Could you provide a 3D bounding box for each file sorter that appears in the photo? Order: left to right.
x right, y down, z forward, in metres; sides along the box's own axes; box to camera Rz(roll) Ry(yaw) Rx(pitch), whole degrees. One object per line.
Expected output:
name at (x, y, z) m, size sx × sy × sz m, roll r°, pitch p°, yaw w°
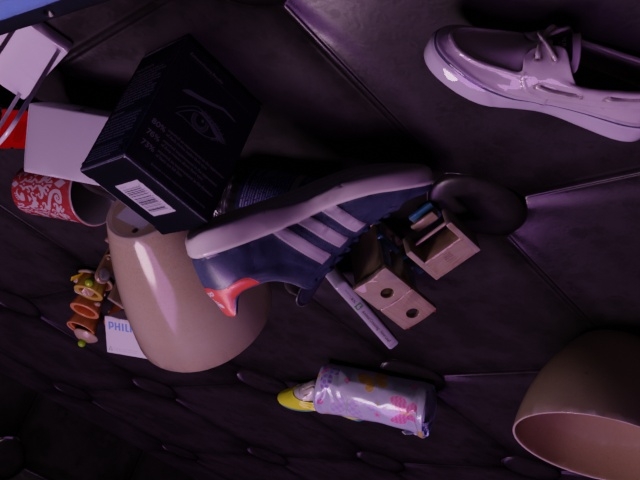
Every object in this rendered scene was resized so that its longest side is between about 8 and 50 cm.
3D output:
file sorter at (-0.534, -0.261, 1.180) m, size 0.277 × 0.173 × 0.192 m, roll 35°, pitch 148°, yaw -25°

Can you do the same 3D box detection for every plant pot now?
plant pot at (-0.244, 0.040, 1.425) m, size 0.256 × 0.257 × 0.274 m, roll 6°, pitch 142°, yaw 24°
plant pot at (0.479, 0.261, 1.413) m, size 0.284 × 0.191 × 0.284 m, roll 15°, pitch 151°, yaw 9°

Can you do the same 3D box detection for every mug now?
mug at (-0.448, -0.076, 1.514) m, size 0.169 × 0.113 × 0.150 m, roll 5°, pitch 146°, yaw 33°

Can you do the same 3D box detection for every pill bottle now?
pill bottle at (-0.074, -0.048, 1.304) m, size 0.219 × 0.123 × 0.123 m, roll 11°, pitch 150°, yaw 17°

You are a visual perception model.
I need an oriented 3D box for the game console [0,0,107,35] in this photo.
game console at (-0.389, -0.334, 0.896) m, size 0.386 × 0.060 × 0.342 m, roll -11°, pitch 163°, yaw 21°

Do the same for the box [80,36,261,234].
box at (-0.194, -0.138, 1.137) m, size 0.108 × 0.207 × 0.153 m, roll -10°, pitch 138°, yaw 43°

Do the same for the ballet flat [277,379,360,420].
ballet flat at (0.007, 0.375, 2.053) m, size 0.230 × 0.077 × 0.077 m, roll 9°, pitch 129°, yaw 14°

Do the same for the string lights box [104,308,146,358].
string lights box at (-0.287, 0.155, 1.680) m, size 0.133 × 0.077 × 0.259 m, roll 5°, pitch -167°, yaw 27°

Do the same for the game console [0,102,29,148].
game console at (-0.525, -0.219, 1.413) m, size 0.124 × 0.085 × 0.144 m, roll -2°, pitch 162°, yaw -27°

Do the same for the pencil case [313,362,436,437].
pencil case at (0.121, 0.351, 1.877) m, size 0.273 × 0.113 × 0.124 m, roll 10°, pitch 128°, yaw 20°

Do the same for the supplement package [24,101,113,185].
supplement package at (-0.334, -0.142, 1.274) m, size 0.179 × 0.105 × 0.105 m, roll 10°, pitch -168°, yaw 8°

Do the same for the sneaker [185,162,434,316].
sneaker at (0.000, 0.000, 1.162) m, size 0.131 × 0.350 × 0.148 m, roll -138°, pitch 29°, yaw -76°

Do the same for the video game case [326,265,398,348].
video game case at (0.031, 0.065, 1.404) m, size 0.193 × 0.023 × 0.212 m, roll 49°, pitch -179°, yaw -42°

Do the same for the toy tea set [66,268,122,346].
toy tea set at (-0.516, 0.197, 2.010) m, size 0.200 × 0.124 × 0.336 m, roll 25°, pitch 151°, yaw -8°

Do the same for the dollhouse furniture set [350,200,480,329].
dollhouse furniture set at (0.155, 0.019, 1.313) m, size 0.183 × 0.129 × 0.129 m, roll -37°, pitch 124°, yaw 23°

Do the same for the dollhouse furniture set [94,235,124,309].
dollhouse furniture set at (-0.357, 0.047, 1.648) m, size 0.151 × 0.123 × 0.144 m, roll -9°, pitch 140°, yaw 42°

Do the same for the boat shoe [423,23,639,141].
boat shoe at (0.246, -0.182, 0.899) m, size 0.267 × 0.096 × 0.088 m, roll 20°, pitch 148°, yaw -2°

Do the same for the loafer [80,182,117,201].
loafer at (-0.331, -0.110, 1.427) m, size 0.078 × 0.080 × 0.220 m, roll -23°, pitch 144°, yaw 21°
